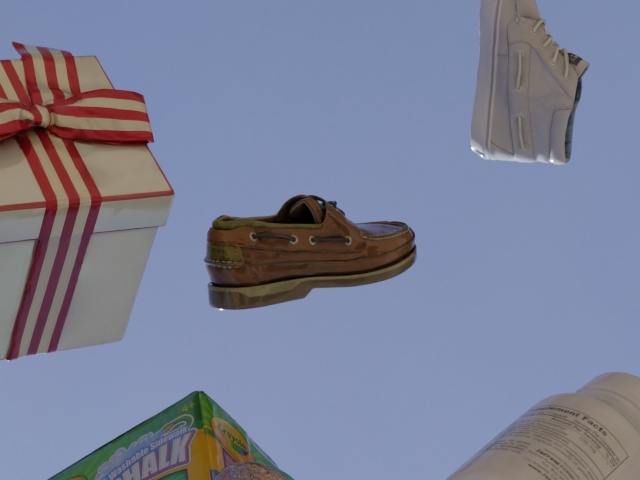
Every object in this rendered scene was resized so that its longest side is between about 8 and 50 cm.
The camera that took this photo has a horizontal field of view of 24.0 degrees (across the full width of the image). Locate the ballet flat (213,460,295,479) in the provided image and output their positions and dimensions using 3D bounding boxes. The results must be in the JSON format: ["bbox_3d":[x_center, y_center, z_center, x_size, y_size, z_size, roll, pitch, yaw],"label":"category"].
[{"bbox_3d":[-0.046,0.280,0.833,0.106,0.107,0.316,-28,-59,-53],"label":"ballet flat"}]

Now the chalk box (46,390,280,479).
[{"bbox_3d":[-0.104,0.250,1.131,0.179,0.180,0.289,50,-168,-33],"label":"chalk box"}]

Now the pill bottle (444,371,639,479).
[{"bbox_3d":[0.210,0.205,1.296,0.229,0.131,0.131,-30,-91,-43],"label":"pill bottle"}]

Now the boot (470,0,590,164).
[{"bbox_3d":[0.246,-0.214,1.707,0.095,0.123,0.258,-30,-54,-64],"label":"boot"}]

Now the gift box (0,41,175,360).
[{"bbox_3d":[-0.327,-0.056,1.544,0.255,0.258,0.276,-11,-129,-35],"label":"gift box"}]

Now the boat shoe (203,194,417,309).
[{"bbox_3d":[0.000,0.000,1.721,0.307,0.110,0.105,-14,-77,-46],"label":"boat shoe"}]
